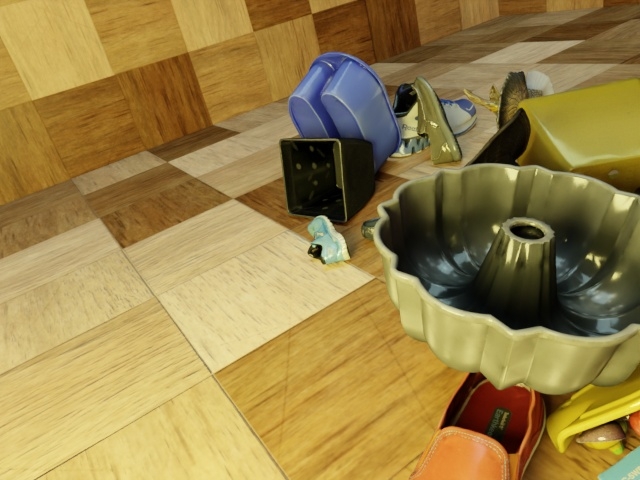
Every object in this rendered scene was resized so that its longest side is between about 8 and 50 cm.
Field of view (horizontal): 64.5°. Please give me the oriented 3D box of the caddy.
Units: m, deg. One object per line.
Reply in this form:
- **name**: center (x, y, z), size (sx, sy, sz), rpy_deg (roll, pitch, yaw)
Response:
- **caddy**: center (0.074, -0.325, 1.343), size (0.241, 0.341, 0.179), rpy_deg (10, 54, 39)

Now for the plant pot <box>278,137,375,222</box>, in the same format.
- **plant pot**: center (0.031, -0.164, 1.220), size (0.187, 0.188, 0.167), rpy_deg (10, 25, 40)

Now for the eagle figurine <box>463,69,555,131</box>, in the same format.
- **eagle figurine**: center (0.486, -0.288, 1.213), size (0.226, 0.225, 0.298), rpy_deg (-3, 17, 1)

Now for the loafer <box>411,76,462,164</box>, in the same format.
- **loafer**: center (0.284, -0.309, 1.321), size (0.087, 0.251, 0.094), rpy_deg (-24, -14, 22)

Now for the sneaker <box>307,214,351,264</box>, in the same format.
- **sneaker**: center (0.000, 0.000, 1.042), size (0.073, 0.064, 0.162), rpy_deg (-24, 28, -10)

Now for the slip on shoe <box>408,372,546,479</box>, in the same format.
- **slip on shoe**: center (0.140, 0.232, 0.492), size (0.122, 0.101, 0.331), rpy_deg (8, 36, 35)

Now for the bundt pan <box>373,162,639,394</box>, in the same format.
- **bundt pan**: center (0.221, 0.038, 0.571), size (0.330, 0.124, 0.331), rpy_deg (-1, 35, 1)

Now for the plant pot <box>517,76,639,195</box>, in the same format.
- **plant pot**: center (0.485, -0.135, 0.912), size (0.212, 0.212, 0.187), rpy_deg (-9, 40, 12)

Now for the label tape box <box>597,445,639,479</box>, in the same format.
- **label tape box**: center (0.411, 0.202, 0.357), size (0.240, 0.106, 0.334), rpy_deg (-32, 30, -6)

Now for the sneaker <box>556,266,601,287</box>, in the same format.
- **sneaker**: center (0.373, 0.074, 0.674), size (0.121, 0.108, 0.302), rpy_deg (-25, 21, -17)

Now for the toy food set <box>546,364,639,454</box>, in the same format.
- **toy food set**: center (0.318, 0.158, 0.475), size (0.128, 0.218, 0.071), rpy_deg (-20, 68, -41)

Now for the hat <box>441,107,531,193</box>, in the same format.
- **hat**: center (0.275, -0.038, 0.805), size (0.134, 0.331, 0.331), rpy_deg (39, 53, 22)

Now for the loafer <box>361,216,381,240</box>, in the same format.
- **loafer**: center (0.189, -0.050, 1.020), size (0.223, 0.078, 0.076), rpy_deg (-10, 27, 10)

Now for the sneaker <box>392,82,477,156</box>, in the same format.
- **sneaker**: center (0.315, -0.378, 1.459), size (0.315, 0.182, 0.127), rpy_deg (-28, 31, -23)
